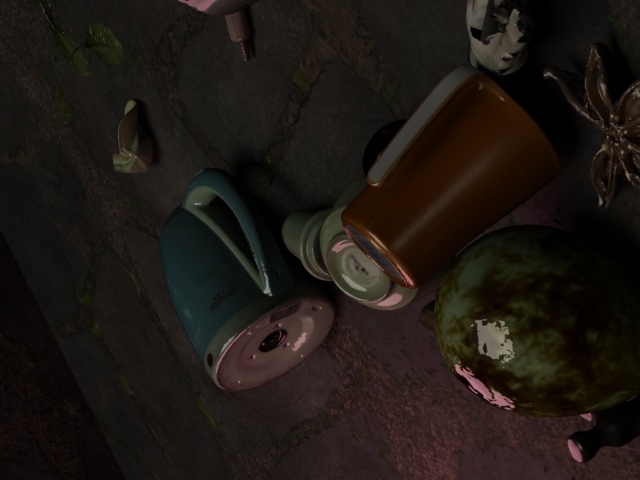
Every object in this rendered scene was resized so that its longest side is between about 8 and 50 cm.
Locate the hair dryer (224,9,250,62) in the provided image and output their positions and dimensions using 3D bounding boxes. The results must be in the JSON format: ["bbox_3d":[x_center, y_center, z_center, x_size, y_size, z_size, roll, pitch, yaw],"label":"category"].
[{"bbox_3d":[-0.129,-0.376,1.806,0.195,0.053,0.220,13,128,51],"label":"hair dryer"}]

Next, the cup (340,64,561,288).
[{"bbox_3d":[0.151,-0.085,1.424,0.182,0.264,0.226,40,171,39],"label":"cup"}]

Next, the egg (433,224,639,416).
[{"bbox_3d":[0.284,0.107,1.455,0.289,0.238,0.238,25,141,12],"label":"egg"}]

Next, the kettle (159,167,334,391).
[{"bbox_3d":[-0.155,0.040,2.062,0.342,0.247,0.319,54,143,28],"label":"kettle"}]

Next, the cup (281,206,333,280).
[{"bbox_3d":[0.000,0.000,1.908,0.141,0.120,0.120,16,131,63],"label":"cup"}]

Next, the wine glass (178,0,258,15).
[{"bbox_3d":[-0.015,-0.418,1.430,0.406,0.267,0.267,9,124,46],"label":"wine glass"}]

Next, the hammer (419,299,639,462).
[{"bbox_3d":[0.281,0.173,1.633,0.440,0.168,0.044,29,136,53],"label":"hammer"}]

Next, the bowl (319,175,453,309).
[{"bbox_3d":[0.084,0.018,1.742,0.211,0.112,0.211,18,125,27],"label":"bowl"}]

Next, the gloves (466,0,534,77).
[{"bbox_3d":[0.217,-0.271,1.313,0.111,0.127,0.212,38,158,17],"label":"gloves"}]

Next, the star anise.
[{"bbox_3d":[0.355,-0.131,1.313,0.172,0.063,0.208,-18,99,55],"label":"star anise"}]

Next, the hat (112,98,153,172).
[{"bbox_3d":[-0.372,-0.203,2.322,0.122,0.081,0.166,-96,13,-60],"label":"hat"}]

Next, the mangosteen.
[{"bbox_3d":[0.136,-0.114,1.600,0.151,0.137,0.137,-45,76,24],"label":"mangosteen"}]
